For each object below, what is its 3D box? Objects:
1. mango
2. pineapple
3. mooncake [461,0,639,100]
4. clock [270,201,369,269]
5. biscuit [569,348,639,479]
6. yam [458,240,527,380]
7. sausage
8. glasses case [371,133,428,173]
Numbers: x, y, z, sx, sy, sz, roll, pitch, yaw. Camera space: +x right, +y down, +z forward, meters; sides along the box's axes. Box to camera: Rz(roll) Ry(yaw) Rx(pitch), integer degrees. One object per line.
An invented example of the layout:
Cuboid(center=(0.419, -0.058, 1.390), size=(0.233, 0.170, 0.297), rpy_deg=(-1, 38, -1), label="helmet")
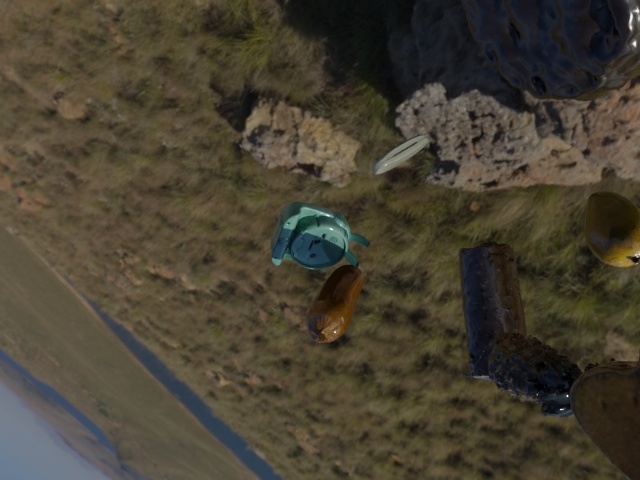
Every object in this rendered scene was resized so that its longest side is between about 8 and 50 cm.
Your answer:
Cuboid(center=(0.522, -0.026, 0.912), size=(0.101, 0.188, 0.066), rpy_deg=(-25, 129, 31), label="mango")
Cuboid(center=(0.369, 0.214, 0.782), size=(0.237, 0.110, 0.119), rpy_deg=(16, 103, 63), label="pineapple")
Cuboid(center=(0.340, -0.346, 0.687), size=(0.324, 0.187, 0.324), rpy_deg=(52, 172, 11), label="mooncake")
Cuboid(center=(0.000, 0.000, 0.741), size=(0.134, 0.041, 0.101), rpy_deg=(10, 129, -16), label="clock")
Cuboid(center=(0.378, 0.175, 0.453), size=(0.287, 0.057, 0.344), rpy_deg=(-5, 92, 48), label="biscuit")
Cuboid(center=(0.341, 0.144, 1.014), size=(0.130, 0.280, 0.131), rpy_deg=(-2, 166, 0), label="yam")
Cuboid(center=(0.022, 0.075, 0.675), size=(0.062, 0.183, 0.054), rpy_deg=(-15, 110, 24), label="sausage")
Cuboid(center=(0.099, -0.108, 0.640), size=(0.021, 0.083, 0.032), rpy_deg=(56, 161, 4), label="glasses case")
